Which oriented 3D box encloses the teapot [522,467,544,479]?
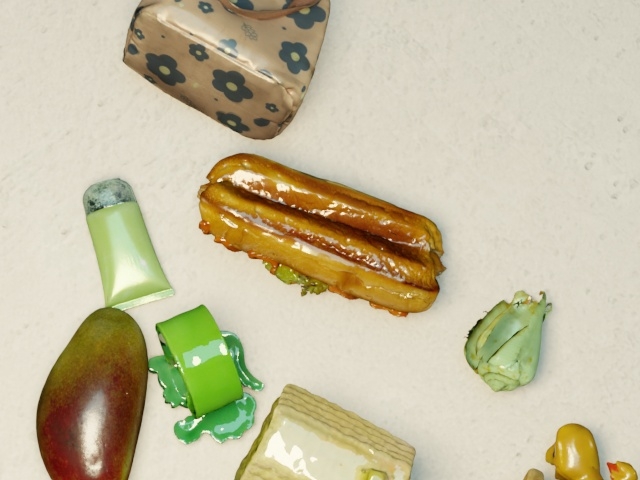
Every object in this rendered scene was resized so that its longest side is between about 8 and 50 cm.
[{"bbox_3d":[0.217,0.403,1.838,0.203,0.167,0.311,25,54,9],"label":"teapot"}]

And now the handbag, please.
[{"bbox_3d":[-0.118,-0.280,2.046,0.251,0.190,0.193,29,65,-4],"label":"handbag"}]

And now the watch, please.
[{"bbox_3d":[-0.140,0.168,1.907,0.131,0.152,0.165,-20,73,-13],"label":"watch"}]

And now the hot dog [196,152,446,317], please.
[{"bbox_3d":[0.000,0.000,1.995,0.348,0.117,0.158,19,43,-6],"label":"hot dog"}]

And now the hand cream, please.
[{"bbox_3d":[-0.264,0.004,2.007,0.095,0.046,0.175,-17,81,-11],"label":"hand cream"}]

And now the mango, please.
[{"bbox_3d":[-0.288,0.205,1.901,0.133,0.111,0.268,0,65,15],"label":"mango"}]

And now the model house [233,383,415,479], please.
[{"bbox_3d":[0.010,0.272,1.843,0.193,0.234,0.175,27,71,2],"label":"model house"}]

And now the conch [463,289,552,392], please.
[{"bbox_3d":[0.247,0.127,2.004,0.105,0.079,0.170,27,56,-2],"label":"conch"}]

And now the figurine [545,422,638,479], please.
[{"bbox_3d":[0.354,0.311,1.922,0.121,0.122,0.176,-1,60,-42],"label":"figurine"}]
